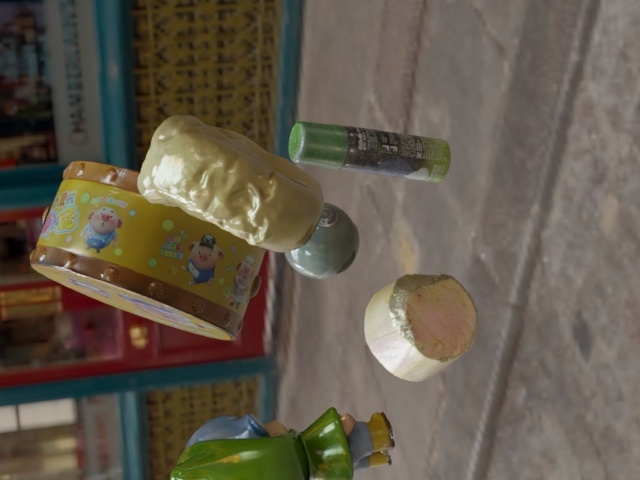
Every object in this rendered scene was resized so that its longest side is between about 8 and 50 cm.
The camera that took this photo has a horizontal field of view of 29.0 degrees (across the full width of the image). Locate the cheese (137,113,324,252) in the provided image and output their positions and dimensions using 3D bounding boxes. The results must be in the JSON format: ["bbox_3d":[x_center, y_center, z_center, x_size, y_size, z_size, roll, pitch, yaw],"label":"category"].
[{"bbox_3d":[-0.102,-0.061,1.446,0.117,0.214,0.226,-64,-3,6],"label":"cheese"}]

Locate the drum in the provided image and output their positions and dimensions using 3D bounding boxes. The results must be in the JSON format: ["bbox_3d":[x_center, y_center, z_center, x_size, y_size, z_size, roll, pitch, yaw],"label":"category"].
[{"bbox_3d":[-0.320,0.022,2.330,0.431,0.431,0.214,147,143,-77],"label":"drum"}]

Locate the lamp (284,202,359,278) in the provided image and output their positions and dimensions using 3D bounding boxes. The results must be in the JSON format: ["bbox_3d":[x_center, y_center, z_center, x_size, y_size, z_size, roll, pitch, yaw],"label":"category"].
[{"bbox_3d":[0.000,0.000,1.646,0.105,0.105,0.105,174,90,-79],"label":"lamp"}]

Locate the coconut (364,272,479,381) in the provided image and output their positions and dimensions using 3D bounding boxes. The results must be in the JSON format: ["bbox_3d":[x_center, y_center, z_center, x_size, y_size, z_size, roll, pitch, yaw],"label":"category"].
[{"bbox_3d":[0.138,0.122,1.749,0.153,0.147,0.147,135,130,-62],"label":"coconut"}]

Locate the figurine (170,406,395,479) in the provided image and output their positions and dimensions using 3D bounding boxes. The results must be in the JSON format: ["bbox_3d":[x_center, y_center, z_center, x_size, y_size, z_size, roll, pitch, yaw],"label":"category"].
[{"bbox_3d":[-0.044,0.260,1.420,0.162,0.263,0.143,101,153,-54],"label":"figurine"}]

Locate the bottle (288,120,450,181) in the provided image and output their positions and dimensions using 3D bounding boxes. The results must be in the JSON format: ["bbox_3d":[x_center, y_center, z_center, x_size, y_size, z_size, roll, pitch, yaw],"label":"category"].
[{"bbox_3d":[0.101,-0.183,2.531,0.093,0.330,0.093,-174,90,-69],"label":"bottle"}]
